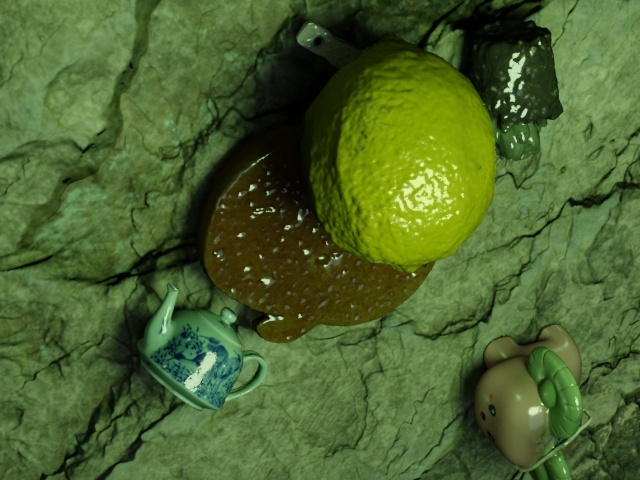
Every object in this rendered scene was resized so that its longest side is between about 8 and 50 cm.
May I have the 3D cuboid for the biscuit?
[{"bbox_3d":[-0.004,-0.004,1.915,0.394,0.070,0.350,22,107,-33],"label":"biscuit"}]

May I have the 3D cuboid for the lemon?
[{"bbox_3d":[0.102,-0.114,1.707,0.268,0.268,0.322,-14,96,-17],"label":"lemon"}]

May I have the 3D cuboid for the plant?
[{"bbox_3d":[0.275,-0.218,1.875,0.129,0.132,0.195,-9,119,-16],"label":"plant"}]

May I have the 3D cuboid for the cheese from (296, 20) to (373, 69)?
[{"bbox_3d":[0.067,-0.241,1.808,0.251,0.054,0.127,27,107,-35],"label":"cheese"}]

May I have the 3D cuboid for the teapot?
[{"bbox_3d":[-0.173,0.162,1.901,0.159,0.159,0.232,-45,125,7],"label":"teapot"}]

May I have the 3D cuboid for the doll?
[{"bbox_3d":[0.378,0.279,2.159,0.216,0.268,0.284,-13,126,-15],"label":"doll"}]
